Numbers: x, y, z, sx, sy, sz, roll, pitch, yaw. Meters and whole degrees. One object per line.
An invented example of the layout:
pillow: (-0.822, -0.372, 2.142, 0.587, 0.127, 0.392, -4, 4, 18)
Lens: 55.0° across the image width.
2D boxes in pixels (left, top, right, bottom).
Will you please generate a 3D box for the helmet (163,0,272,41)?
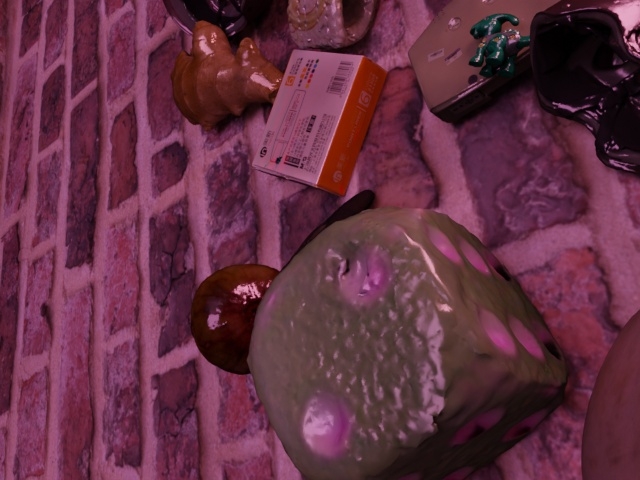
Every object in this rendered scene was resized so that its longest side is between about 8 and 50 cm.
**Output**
helmet: (-0.226, -0.640, 1.467, 0.197, 0.271, 0.338, -41, 15, -31)

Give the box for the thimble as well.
thimble: (0.022, -0.472, 1.259, 0.143, 0.137, 0.191, 9, 79, 39)

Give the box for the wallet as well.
wallet: (0.000, 0.000, 1.051, 0.044, 0.321, 0.170, 45, 112, 0)

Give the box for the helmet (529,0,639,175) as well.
helmet: (0.426, -0.225, 0.800, 0.177, 0.225, 0.305, -36, 62, -7)

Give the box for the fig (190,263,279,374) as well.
fig: (-0.177, 0.148, 1.243, 0.320, 0.216, 0.217, -5, 73, 64)

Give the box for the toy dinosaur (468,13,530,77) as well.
toy dinosaur: (0.277, -0.304, 0.933, 0.132, 0.059, 0.096, 9, 80, 48)

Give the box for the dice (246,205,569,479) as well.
dice: (0.120, 0.158, 0.865, 0.330, 0.322, 0.318, -47, 52, 22)

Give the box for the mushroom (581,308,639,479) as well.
mushroom: (0.435, 0.211, 0.600, 0.294, 0.362, 0.363, 17, 88, 2)

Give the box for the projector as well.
projector: (0.283, -0.339, 1.027, 0.269, 0.088, 0.194, -31, 59, 30)

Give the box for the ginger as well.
ginger: (-0.213, -0.397, 1.451, 0.375, 0.166, 0.236, -7, 79, 28)

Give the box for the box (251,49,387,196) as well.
box: (-0.009, -0.243, 1.251, 0.220, 0.091, 0.274, 24, 94, 44)
